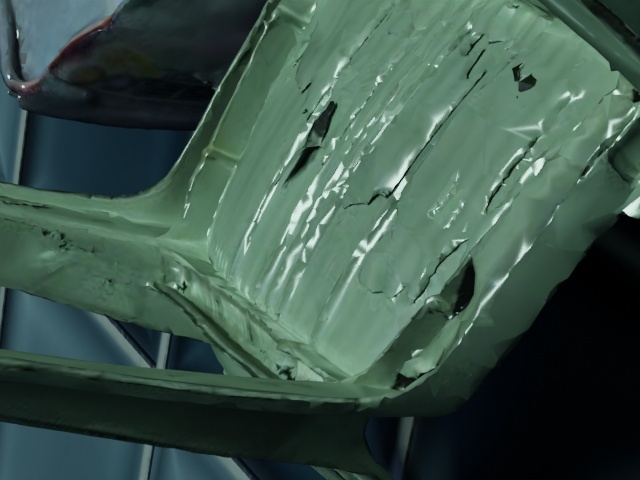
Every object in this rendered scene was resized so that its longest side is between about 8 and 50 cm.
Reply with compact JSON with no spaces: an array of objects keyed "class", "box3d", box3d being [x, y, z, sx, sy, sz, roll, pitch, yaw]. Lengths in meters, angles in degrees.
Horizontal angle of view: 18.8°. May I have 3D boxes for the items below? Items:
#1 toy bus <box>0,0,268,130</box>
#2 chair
[{"class":"toy bus","box3d":[-0.061,-0.201,0.638,0.138,0.112,0.317,-32,66,45]},{"class":"chair","box3d":[0.000,0.000,0.466,0.190,0.275,0.203,-62,34,5]}]
